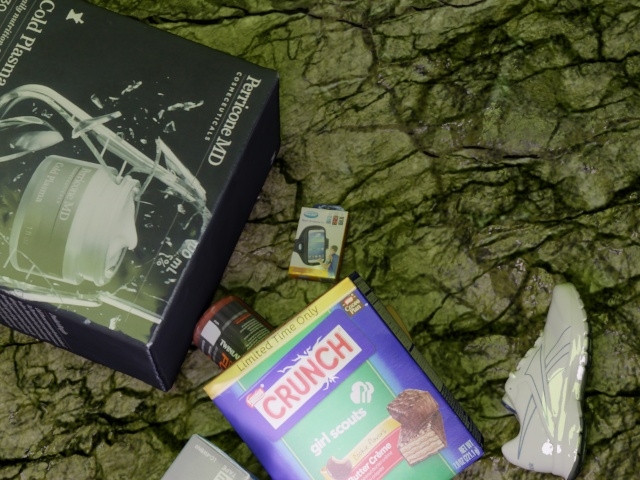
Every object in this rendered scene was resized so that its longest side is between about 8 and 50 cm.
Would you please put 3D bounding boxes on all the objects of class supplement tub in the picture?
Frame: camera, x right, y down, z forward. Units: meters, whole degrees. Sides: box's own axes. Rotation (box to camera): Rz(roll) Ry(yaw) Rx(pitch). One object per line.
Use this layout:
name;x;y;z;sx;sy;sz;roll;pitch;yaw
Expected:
supplement tub;-0.099;0.181;1.730;0.198;0.106;0.106;39;80;23

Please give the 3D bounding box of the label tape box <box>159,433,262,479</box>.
label tape box;-0.208;0.464;1.559;0.115;0.249;0.348;30;77;21

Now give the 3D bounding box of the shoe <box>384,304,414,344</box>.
shoe;0.125;0.201;1.693;0.058;0.076;0.219;-19;68;-2

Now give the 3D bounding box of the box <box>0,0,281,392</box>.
box;-0.365;-0.087;1.739;0.471;0.297;0.480;21;71;5

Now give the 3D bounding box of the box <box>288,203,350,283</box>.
box;0.000;0.000;1.826;0.081;0.028;0.136;6;72;14

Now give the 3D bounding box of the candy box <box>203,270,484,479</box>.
candy box;0.037;0.247;1.595;0.268;0.122;0.317;-38;86;5

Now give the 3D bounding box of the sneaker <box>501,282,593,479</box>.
sneaker;0.336;0.201;1.639;0.129;0.111;0.297;3;68;19
